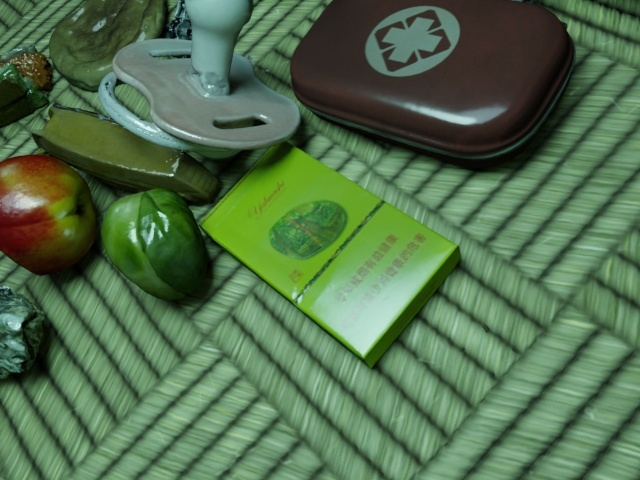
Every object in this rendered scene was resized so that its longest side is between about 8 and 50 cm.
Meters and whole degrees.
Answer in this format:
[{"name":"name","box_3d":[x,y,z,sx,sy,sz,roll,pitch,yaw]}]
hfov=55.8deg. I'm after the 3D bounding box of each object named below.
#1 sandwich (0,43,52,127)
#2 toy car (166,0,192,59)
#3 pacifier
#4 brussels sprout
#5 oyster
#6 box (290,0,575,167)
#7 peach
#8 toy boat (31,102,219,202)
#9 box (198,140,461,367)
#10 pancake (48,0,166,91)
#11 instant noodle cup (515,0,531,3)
[{"name":"sandwich","box_3d":[-0.638,-0.313,1.201,0.185,0.109,0.159,-15,60,12]},{"name":"toy car","box_3d":[-0.205,-0.403,1.104,0.097,0.100,0.191,12,87,25]},{"name":"pacifier","box_3d":[-0.169,-0.248,0.908,0.273,0.220,0.332,-48,56,9]},{"name":"brussels sprout","box_3d":[-0.231,-0.005,0.852,0.131,0.145,0.183,-38,57,4]},{"name":"oyster","box_3d":[-0.525,0.129,0.900,0.351,0.158,0.162,-3,95,33]},{"name":"box","box_3d":[0.146,-0.253,0.876,0.404,0.108,0.263,23,72,30]},{"name":"peach","box_3d":[-0.449,-0.036,0.928,0.193,0.190,0.190,-14,58,8]},{"name":"toy boat","box_3d":[-0.312,-0.126,0.971,0.321,0.121,0.089,18,69,13]},{"name":"box","box_3d":[0.000,0.000,0.826,0.335,0.047,0.187,35,79,31]},{"name":"pancake","box_3d":[-0.430,-0.423,1.221,0.295,0.049,0.294,-10,59,17]},{"name":"instant noodle cup","box_3d":[0.244,-0.426,0.911,0.208,0.177,0.125,33,63,14]}]
